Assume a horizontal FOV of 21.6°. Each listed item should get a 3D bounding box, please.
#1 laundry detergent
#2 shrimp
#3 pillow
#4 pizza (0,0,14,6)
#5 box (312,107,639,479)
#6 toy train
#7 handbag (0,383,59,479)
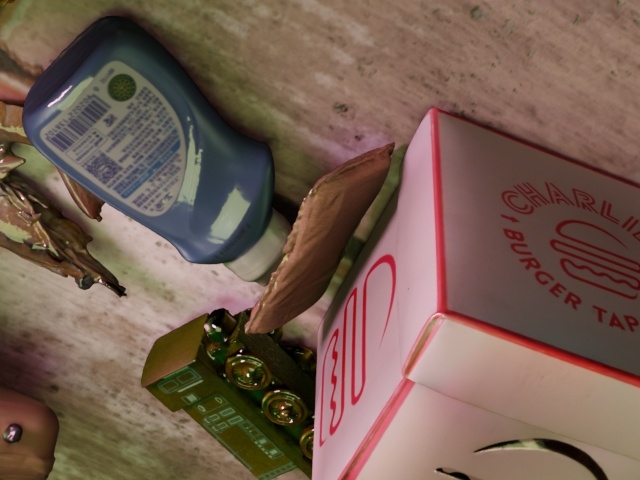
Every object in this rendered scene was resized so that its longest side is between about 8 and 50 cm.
[{"bbox_3d":[-0.131,-0.069,1.547,0.143,0.094,0.290,-44,117,8],"label":"laundry detergent"},{"bbox_3d":[-0.268,-0.051,1.585,0.254,0.059,0.145,30,112,-12],"label":"shrimp"},{"bbox_3d":[-0.002,0.001,1.571,0.034,0.135,0.211,38,124,15],"label":"pillow"},{"bbox_3d":[-0.277,-0.227,1.421,0.199,0.188,0.062,-20,81,-4],"label":"pizza"},{"bbox_3d":[0.181,0.120,1.529,0.314,0.312,0.300,20,124,-12],"label":"box"},{"bbox_3d":[-0.064,0.162,1.710,0.137,0.090,0.225,-28,120,28],"label":"toy train"},{"bbox_3d":[-0.440,0.189,1.650,0.302,0.283,0.149,12,94,-39],"label":"handbag"}]
